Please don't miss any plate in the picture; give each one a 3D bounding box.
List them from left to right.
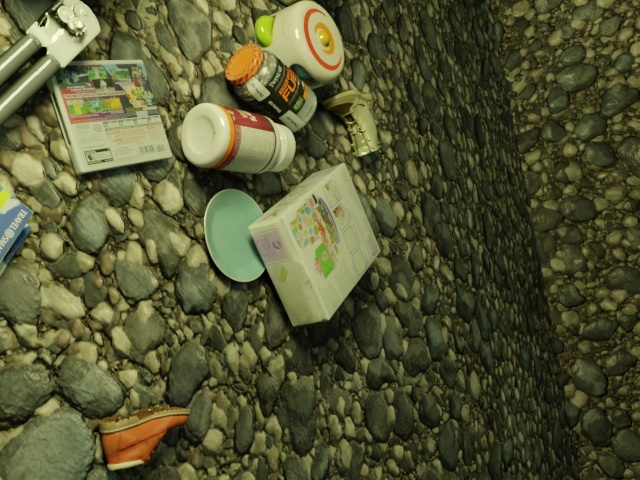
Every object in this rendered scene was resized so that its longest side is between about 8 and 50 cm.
[{"bbox_3d":[-0.167,-0.009,1.340,0.188,0.024,0.188,21,64,-49],"label":"plate"}]

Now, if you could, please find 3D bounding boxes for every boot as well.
[{"bbox_3d":[-0.272,0.308,1.069,0.158,0.059,0.084,-4,86,-46],"label":"boot"},{"bbox_3d":[0.087,-0.296,1.740,0.213,0.077,0.165,-15,93,-58],"label":"boot"}]

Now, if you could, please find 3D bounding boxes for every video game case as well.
[{"bbox_3d":[-0.355,-0.214,1.151,0.201,0.023,0.183,-22,97,-53],"label":"video game case"}]

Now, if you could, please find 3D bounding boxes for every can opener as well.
[{"bbox_3d":[-0.435,-0.265,1.016,0.074,0.093,0.280,49,52,-30],"label":"can opener"}]

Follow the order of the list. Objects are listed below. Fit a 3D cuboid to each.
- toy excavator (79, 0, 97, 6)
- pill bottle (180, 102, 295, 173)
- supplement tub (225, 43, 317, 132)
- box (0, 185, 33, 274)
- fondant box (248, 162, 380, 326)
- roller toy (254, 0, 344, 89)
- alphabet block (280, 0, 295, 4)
[{"bbox_3d":[-0.479,-0.516,0.962,0.445,0.222,0.432,23,60,-33],"label":"toy excavator"},{"bbox_3d":[-0.155,-0.194,1.332,0.221,0.121,0.121,0,79,-54],"label":"pill bottle"},{"bbox_3d":[-0.105,-0.324,1.449,0.190,0.117,0.117,35,52,-43],"label":"supplement tub"},{"bbox_3d":[-0.475,-0.037,0.911,0.178,0.042,0.109,47,45,-34],"label":"box"},{"bbox_3d":[0.000,0.000,1.483,0.238,0.096,0.330,67,31,-15],"label":"fondant box"},{"bbox_3d":[-0.040,-0.440,1.551,0.209,0.146,0.191,-41,112,-52],"label":"roller toy"},{"bbox_3d":[-0.061,-0.698,1.564,0.192,0.197,0.193,19,64,-51],"label":"alphabet block"}]
